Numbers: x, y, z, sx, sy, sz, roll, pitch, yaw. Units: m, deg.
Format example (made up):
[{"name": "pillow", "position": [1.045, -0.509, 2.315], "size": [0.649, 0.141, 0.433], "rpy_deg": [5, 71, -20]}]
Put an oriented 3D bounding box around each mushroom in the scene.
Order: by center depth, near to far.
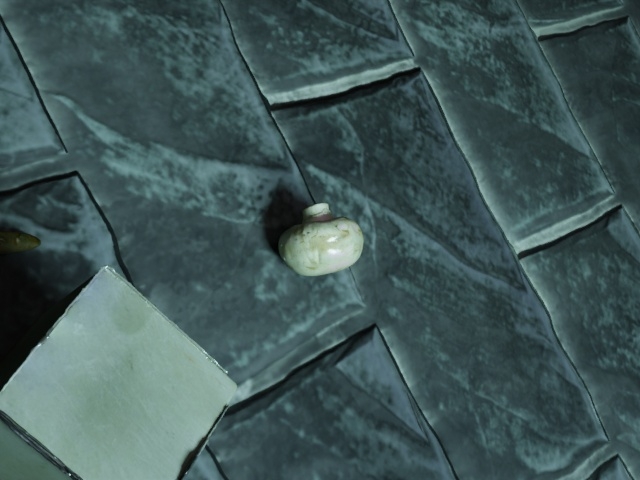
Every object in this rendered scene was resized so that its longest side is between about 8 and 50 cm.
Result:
[{"name": "mushroom", "position": [0.000, 0.000, 1.073], "size": [0.084, 0.084, 0.067], "rpy_deg": [-8, 80, -41]}]

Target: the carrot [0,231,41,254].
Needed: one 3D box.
[{"name": "carrot", "position": [-0.327, 0.001, 0.842], "size": [0.254, 0.049, 0.049], "rpy_deg": [0, 70, -44]}]

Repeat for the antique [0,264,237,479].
[{"name": "antique", "position": [-0.177, 0.134, 0.822], "size": [0.146, 0.148, 0.152], "rpy_deg": [45, 48, -14]}]
